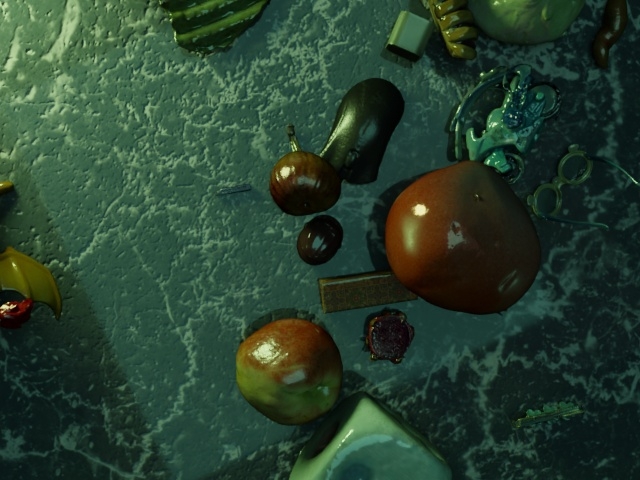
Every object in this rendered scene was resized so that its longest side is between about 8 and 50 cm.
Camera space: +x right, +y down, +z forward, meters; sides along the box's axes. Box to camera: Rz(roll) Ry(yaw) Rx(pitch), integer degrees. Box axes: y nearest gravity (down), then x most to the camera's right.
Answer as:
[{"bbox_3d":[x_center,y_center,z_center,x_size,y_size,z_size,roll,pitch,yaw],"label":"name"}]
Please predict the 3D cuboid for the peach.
[{"bbox_3d":[-0.080,0.282,1.830,0.232,0.256,0.233,-18,120,-35],"label":"peach"}]

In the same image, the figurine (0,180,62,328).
[{"bbox_3d":[-0.769,0.052,1.762,0.400,0.268,0.387,1,73,-36],"label":"figurine"}]

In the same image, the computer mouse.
[{"bbox_3d":[0.096,-0.247,1.887,0.147,0.088,0.264,21,93,-2],"label":"computer mouse"}]

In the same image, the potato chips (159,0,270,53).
[{"bbox_3d":[-0.265,-0.643,1.844,0.373,0.097,0.389,40,90,-5],"label":"potato chips"}]

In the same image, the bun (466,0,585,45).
[{"bbox_3d":[0.463,-0.586,1.848,0.293,0.187,0.293,0,89,-3],"label":"bun"}]

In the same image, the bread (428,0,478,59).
[{"bbox_3d":[0.295,-0.505,1.862,0.081,0.134,0.225,-22,93,6],"label":"bread"}]

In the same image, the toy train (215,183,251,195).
[{"bbox_3d":[-0.200,-0.116,1.902,0.083,0.017,0.017,-10,90,-4],"label":"toy train"}]

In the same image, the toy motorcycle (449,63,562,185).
[{"bbox_3d":[0.412,-0.268,1.883,0.206,0.154,0.260,32,93,19],"label":"toy motorcycle"}]

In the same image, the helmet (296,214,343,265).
[{"bbox_3d":[0.000,0.000,1.892,0.098,0.070,0.123,32,90,-4],"label":"helmet"}]

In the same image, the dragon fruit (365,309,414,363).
[{"bbox_3d":[0.155,0.223,1.914,0.112,0.068,0.127,12,78,-15],"label":"dragon fruit"}]

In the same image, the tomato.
[{"bbox_3d":[0.311,-0.006,1.775,0.341,0.341,0.273,16,131,-4],"label":"tomato"}]

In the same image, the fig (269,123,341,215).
[{"bbox_3d":[-0.047,-0.134,1.862,0.149,0.202,0.148,-40,128,-3],"label":"fig"}]

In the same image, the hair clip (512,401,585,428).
[{"bbox_3d":[0.532,0.408,1.953,0.172,0.049,0.049,-10,92,-8],"label":"hair clip"}]

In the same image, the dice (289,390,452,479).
[{"bbox_3d":[0.108,0.510,1.815,0.262,0.268,0.265,39,88,-4],"label":"dice"}]

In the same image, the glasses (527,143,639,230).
[{"bbox_3d":[0.606,-0.096,1.877,0.190,0.220,0.088,-50,133,-2],"label":"glasses"}]

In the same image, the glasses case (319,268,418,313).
[{"bbox_3d":[0.109,0.112,1.912,0.218,0.049,0.075,-8,99,-3],"label":"glasses case"}]

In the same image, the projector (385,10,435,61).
[{"bbox_3d":[0.202,-0.460,1.884,0.083,0.083,0.082,23,90,-4],"label":"projector"}]

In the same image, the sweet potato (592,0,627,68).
[{"bbox_3d":[0.676,-0.500,1.928,0.055,0.058,0.202,17,90,-25],"label":"sweet potato"}]
